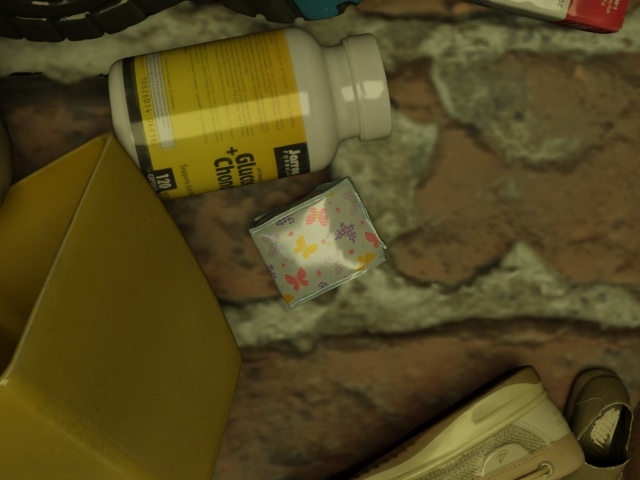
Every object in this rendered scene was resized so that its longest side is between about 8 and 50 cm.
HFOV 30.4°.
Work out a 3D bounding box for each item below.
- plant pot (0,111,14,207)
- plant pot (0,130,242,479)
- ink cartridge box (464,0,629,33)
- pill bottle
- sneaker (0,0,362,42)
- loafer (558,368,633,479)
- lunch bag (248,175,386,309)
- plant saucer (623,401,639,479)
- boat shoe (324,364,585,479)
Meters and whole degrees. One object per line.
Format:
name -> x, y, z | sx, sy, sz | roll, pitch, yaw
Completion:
plant pot -> -0.307, -0.091, 0.681 | 0.257, 0.274, 0.256 | -9, 64, 19
plant pot -> -0.174, 0.095, 0.776 | 0.212, 0.212, 0.187 | -23, 125, 30
ink cartridge box -> 0.133, -0.226, 0.823 | 0.175, 0.072, 0.127 | 11, 101, -8
pill bottle -> -0.048, -0.091, 0.818 | 0.184, 0.103, 0.103 | -11, 102, -2
sneaker -> -0.129, -0.218, 0.780 | 0.341, 0.125, 0.139 | -1, 62, -10
loafer -> 0.208, 0.175, 0.921 | 0.056, 0.050, 0.148 | 5, 101, -6
lunch bag -> 0.000, 0.000, 0.868 | 0.083, 0.053, 0.071 | -27, 100, 11
plant saucer -> 0.344, 0.175, 0.942 | 0.199, 0.036, 0.198 | -1, 101, -6
boat shoe -> 0.055, 0.210, 0.880 | 0.302, 0.109, 0.098 | -32, 85, -4
